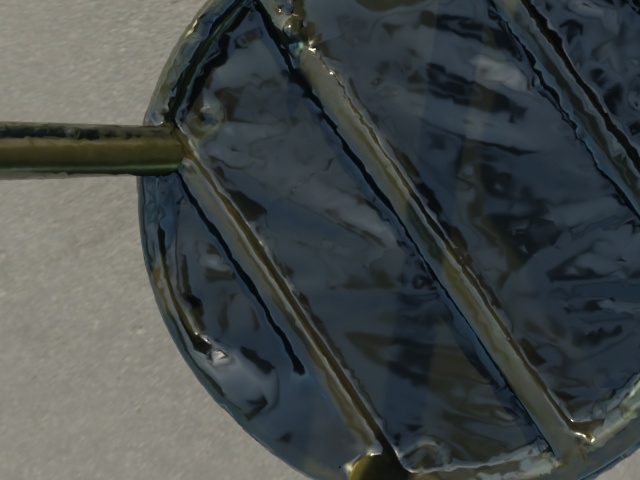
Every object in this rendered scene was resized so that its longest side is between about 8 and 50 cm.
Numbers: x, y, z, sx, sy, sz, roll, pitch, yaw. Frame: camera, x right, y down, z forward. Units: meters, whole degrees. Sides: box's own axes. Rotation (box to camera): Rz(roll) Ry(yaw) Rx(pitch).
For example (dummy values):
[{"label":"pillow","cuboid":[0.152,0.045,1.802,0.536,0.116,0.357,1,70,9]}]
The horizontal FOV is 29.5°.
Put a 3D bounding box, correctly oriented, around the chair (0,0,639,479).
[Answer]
[{"label":"chair","cuboid":[0.000,0.000,0.413,0.362,0.410,0.365,-37,85,15]}]
